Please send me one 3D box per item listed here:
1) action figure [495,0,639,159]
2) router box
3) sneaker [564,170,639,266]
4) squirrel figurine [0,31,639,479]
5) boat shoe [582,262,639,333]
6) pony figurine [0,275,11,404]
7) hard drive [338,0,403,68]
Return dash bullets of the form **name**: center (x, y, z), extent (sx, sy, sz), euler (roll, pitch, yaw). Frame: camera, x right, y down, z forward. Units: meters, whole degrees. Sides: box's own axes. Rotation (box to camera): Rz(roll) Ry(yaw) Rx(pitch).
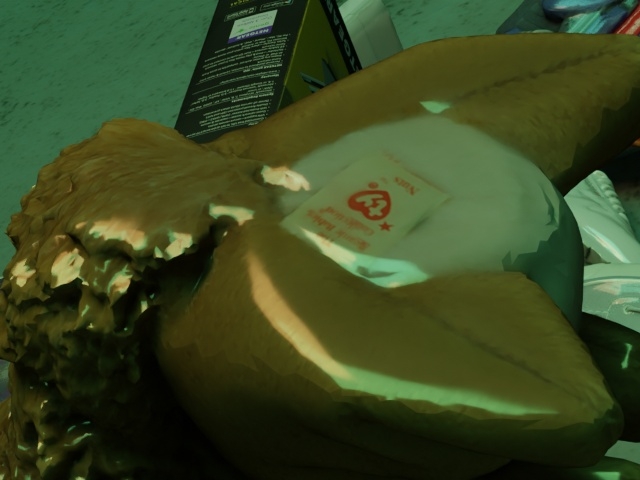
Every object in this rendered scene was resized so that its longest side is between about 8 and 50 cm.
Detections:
- **action figure**: center (0.242, -0.183, 1.603), extent (0.341, 0.178, 0.330), euler (-42, 34, -2)
- **router box**: center (0.000, 0.000, 1.377), extent (0.081, 0.309, 0.243), euler (-12, 35, 18)
- **sneaker**: center (0.195, -0.013, 1.486), extent (0.095, 0.090, 0.235), euler (-24, 32, -18)
- **squirrel figurine**: center (0.004, 0.110, 1.092), extent (0.397, 0.370, 0.281), euler (1, 45, 6)
- **boat shoe**: center (0.231, 0.067, 1.342), extent (0.227, 0.079, 0.081), euler (-3, 33, 25)
- **pony figurine**: center (-0.251, 0.203, 1.328), extent (0.351, 0.303, 0.363), euler (-17, 47, 28)
- **hard drive**: center (-0.027, -0.023, 1.529), extent (0.040, 0.203, 0.307), euler (14, 48, 45)
